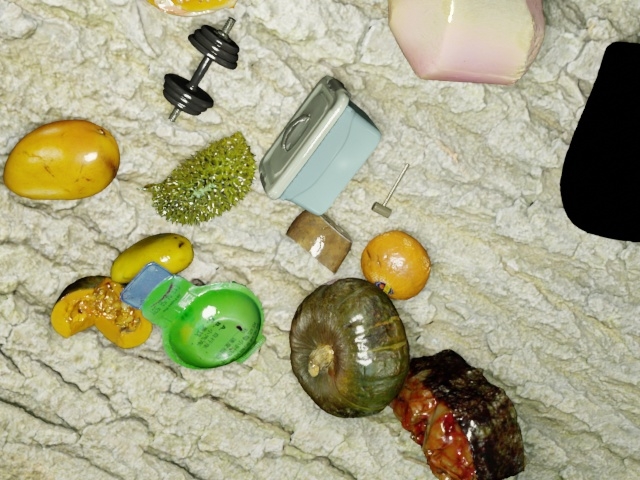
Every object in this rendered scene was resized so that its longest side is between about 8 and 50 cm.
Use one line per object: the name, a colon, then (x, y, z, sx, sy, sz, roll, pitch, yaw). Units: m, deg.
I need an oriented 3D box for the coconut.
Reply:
coconut: (0.229, -0.375, 1.417, 0.245, 0.233, 0.233, 6, 109, -13)

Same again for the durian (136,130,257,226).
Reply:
durian: (-0.212, -0.093, 1.553, 0.220, 0.095, 0.137, -28, 108, 13)

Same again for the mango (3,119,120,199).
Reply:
mango: (-0.461, -0.136, 1.514, 0.219, 0.112, 0.145, -15, 112, 7)

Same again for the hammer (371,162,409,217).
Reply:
hammer: (0.137, -0.096, 1.610, 0.035, 0.019, 0.110, 28, 100, -12)

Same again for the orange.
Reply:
orange: (0.143, 0.042, 1.601, 0.135, 0.135, 0.118, 33, 71, -13)

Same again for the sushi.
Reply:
sushi: (0.251, 0.344, 1.597, 0.181, 0.343, 0.197, -24, 112, -8)

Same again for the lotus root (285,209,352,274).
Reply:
lotus root: (0.000, 0.001, 1.584, 0.122, 0.112, 0.081, 40, 97, -14)

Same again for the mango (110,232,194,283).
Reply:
mango: (-0.313, 0.035, 1.585, 0.161, 0.103, 0.076, -18, 118, 4)

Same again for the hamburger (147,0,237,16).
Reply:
hamburger: (-0.206, -0.474, 1.390, 0.236, 0.147, 0.237, -2, 109, -6)

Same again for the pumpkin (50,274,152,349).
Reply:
pumpkin: (-0.406, 0.126, 1.611, 0.183, 0.108, 0.119, 18, 115, -19)

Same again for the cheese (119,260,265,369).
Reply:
cheese: (-0.229, 0.142, 1.602, 0.204, 0.083, 0.320, -46, 128, 7)

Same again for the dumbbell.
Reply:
dumbbell: (-0.205, -0.293, 1.478, 0.099, 0.099, 0.208, 31, 106, -13)

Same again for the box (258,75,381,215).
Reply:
box: (-0.006, -0.165, 1.506, 0.130, 0.162, 0.227, 31, 106, -24)

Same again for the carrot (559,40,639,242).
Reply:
carrot: (0.551, -0.174, 1.495, 0.224, 0.224, 0.341, 8, 105, -6)

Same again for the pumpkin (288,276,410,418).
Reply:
pumpkin: (0.041, 0.204, 1.576, 0.189, 0.260, 0.260, -16, 115, -38)
